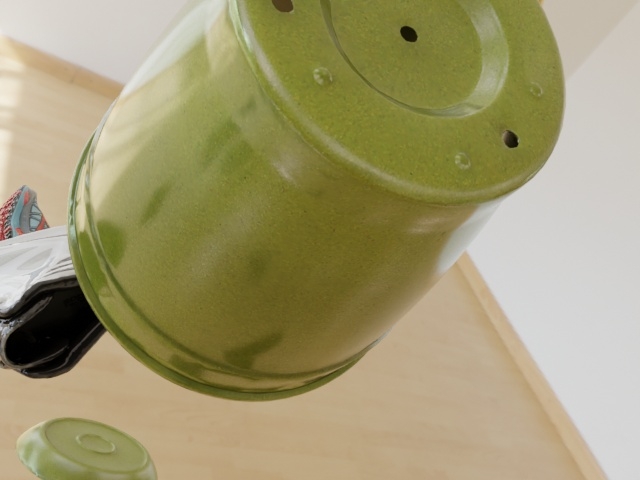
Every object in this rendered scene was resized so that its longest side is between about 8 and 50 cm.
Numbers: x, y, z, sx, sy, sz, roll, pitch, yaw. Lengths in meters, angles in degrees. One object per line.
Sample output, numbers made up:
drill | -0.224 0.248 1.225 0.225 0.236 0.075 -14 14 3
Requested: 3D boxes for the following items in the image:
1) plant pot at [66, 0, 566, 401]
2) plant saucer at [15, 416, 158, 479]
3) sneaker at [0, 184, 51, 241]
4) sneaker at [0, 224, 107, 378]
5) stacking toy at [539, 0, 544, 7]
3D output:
plant pot | -0.005 -0.075 0.545 0.366 0.353 0.367 9 67 -22
plant saucer | -0.379 0.353 1.090 0.240 0.037 0.241 24 1 0
sneaker | -0.616 -0.005 1.372 0.125 0.104 0.262 36 25 -40
sneaker | -0.445 0.087 0.790 0.447 0.169 0.257 -17 15 -19
stacking toy | 0.164 -0.306 0.847 0.350 0.480 0.351 8 72 -27
